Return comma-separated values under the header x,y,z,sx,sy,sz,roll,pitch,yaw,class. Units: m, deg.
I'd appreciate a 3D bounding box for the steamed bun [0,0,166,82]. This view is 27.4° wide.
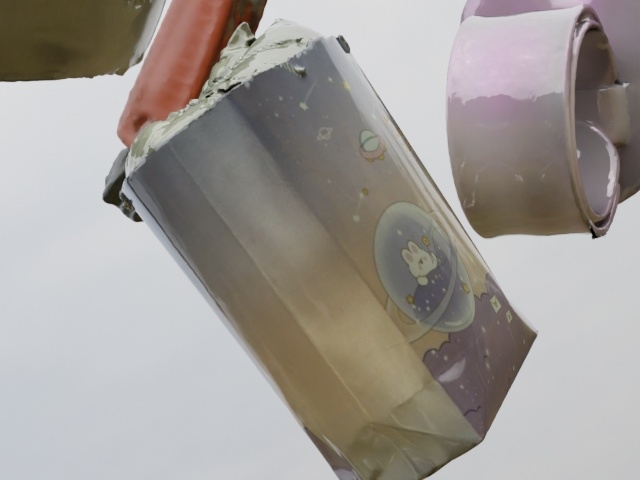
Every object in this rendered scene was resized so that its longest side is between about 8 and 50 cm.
x,y,z,sx,sy,sz,roll,pitch,yaw,class
-0.231,-0.194,0.698,0.324,0.206,0.324,2,9,0,steamed bun

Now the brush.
x,y,z,sx,sy,sz,roll,pitch,yaw,class
-0.098,-0.160,1.101,0.051,0.070,0.323,-3,-55,-55,brush

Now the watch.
x,y,z,sx,sy,sz,roll,pitch,yaw,class
0.199,-0.123,1.105,0.211,0.248,0.217,0,7,25,watch

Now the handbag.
x,y,z,sx,sy,sz,roll,pitch,yaw,class
0.000,0.000,0.484,0.095,0.173,0.117,-35,1,23,handbag
